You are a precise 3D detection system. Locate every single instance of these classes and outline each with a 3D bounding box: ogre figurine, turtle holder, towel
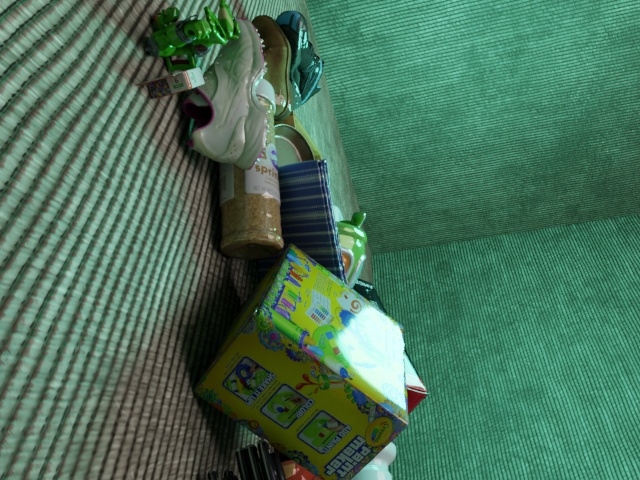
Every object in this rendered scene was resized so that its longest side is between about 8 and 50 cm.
[{"bbox_3d":[-0.206,-0.329,0.839,0.197,0.118,0.097,-90,162,-49],"label":"ogre figurine"},{"bbox_3d":[-0.030,0.045,1.272,0.243,0.320,0.227,10,82,-34],"label":"turtle holder"},{"bbox_3d":[-0.051,0.011,1.092,0.040,0.243,0.336,-17,100,-49],"label":"towel"}]

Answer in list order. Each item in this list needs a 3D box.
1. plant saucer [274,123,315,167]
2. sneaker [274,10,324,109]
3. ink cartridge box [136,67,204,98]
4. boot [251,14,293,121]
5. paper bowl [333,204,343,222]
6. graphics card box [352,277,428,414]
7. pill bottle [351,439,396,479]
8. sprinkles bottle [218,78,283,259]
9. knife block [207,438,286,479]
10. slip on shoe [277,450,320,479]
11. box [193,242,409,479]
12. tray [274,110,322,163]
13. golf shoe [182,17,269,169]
[{"bbox_3d":[-0.091,-0.214,1.410,0.198,0.036,0.199,15,70,-46],"label":"plant saucer"},{"bbox_3d":[-0.063,-0.537,1.529,0.125,0.139,0.341,51,-19,19],"label":"sneaker"},{"bbox_3d":[-0.226,-0.239,0.797,0.115,0.063,0.029,-75,151,-66],"label":"ink cartridge box"},{"bbox_3d":[-0.147,-0.470,1.356,0.115,0.112,0.305,13,62,-56],"label":"boot"},{"bbox_3d":[0.000,0.000,1.595,0.284,0.148,0.284,-9,90,-81],"label":"paper bowl"},{"bbox_3d":[0.088,0.285,1.244,0.094,0.233,0.371,22,27,-28],"label":"graphics card box"},{"bbox_3d":[0.113,0.552,1.538,0.210,0.210,0.363,69,15,-48],"label":"pill bottle"},{"bbox_3d":[-0.141,-0.145,1.022,0.121,0.121,0.355,55,28,-68],"label":"sprinkles bottle"},{"bbox_3d":[-0.051,0.425,0.707,0.242,0.275,0.088,-65,158,-15],"label":"knife block"},{"bbox_3d":[-0.037,0.458,1.095,0.101,0.123,0.331,64,7,7],"label":"slip on shoe"},{"bbox_3d":[-0.013,0.195,0.889,0.279,0.177,0.290,37,20,-6],"label":"box"},{"bbox_3d":[-0.059,-0.243,1.692,0.411,0.076,0.203,36,45,-77],"label":"tray"},{"bbox_3d":[-0.170,-0.276,0.925,0.115,0.140,0.306,139,-50,-56],"label":"golf shoe"}]
